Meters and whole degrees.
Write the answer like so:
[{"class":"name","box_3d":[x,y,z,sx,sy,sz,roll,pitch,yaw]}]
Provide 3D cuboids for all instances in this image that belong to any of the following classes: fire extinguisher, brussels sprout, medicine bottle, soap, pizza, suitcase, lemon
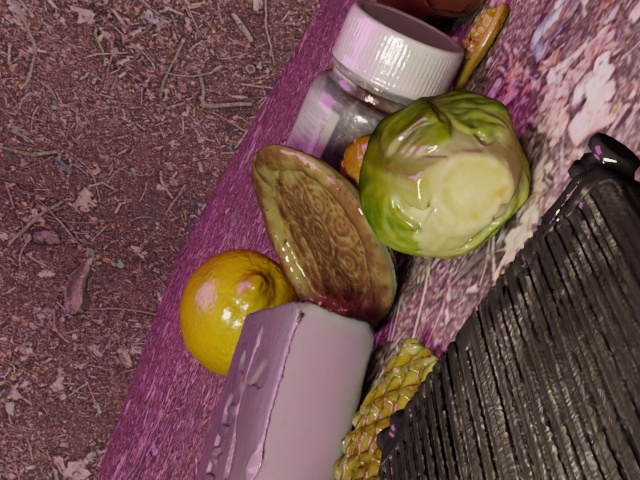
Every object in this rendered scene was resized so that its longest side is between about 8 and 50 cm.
[{"class":"fire extinguisher","box_3d":[0.148,-0.345,1.393,0.337,0.106,0.147,-142,52,-78]},{"class":"brussels sprout","box_3d":[0.112,-0.058,0.885,0.161,0.144,0.181,-21,20,12]},{"class":"medicine bottle","box_3d":[0.055,-0.143,1.178,0.165,0.165,0.273,-92,26,-64]},{"class":"soap","box_3d":[-0.052,0.225,1.068,0.285,0.107,0.296,154,133,-70]},{"class":"pizza","box_3d":[0.192,-0.253,1.175,0.123,0.026,0.109,-59,12,28]},{"class":"suitcase","box_3d":[0.140,0.141,0.374,0.230,0.152,0.335,-60,16,29]},{"class":"lemon","box_3d":[-0.122,0.111,1.426,0.244,0.187,0.187,125,165,-54]}]

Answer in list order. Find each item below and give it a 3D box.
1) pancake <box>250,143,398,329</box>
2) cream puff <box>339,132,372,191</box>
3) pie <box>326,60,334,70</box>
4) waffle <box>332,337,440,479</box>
[{"class":"pancake","box_3d":[0.001,0.000,1.090,0.031,0.250,0.250,-30,-5,-27]},{"class":"cream puff","box_3d":[0.086,-0.068,1.045,0.144,0.126,0.103,177,93,-80]},{"class":"pie","box_3d":[0.060,-0.191,1.399,0.323,0.070,0.323,-165,90,-70]},{"class":"waffle","box_3d":[0.062,0.183,0.861,0.183,0.036,0.169,-62,14,15]}]
